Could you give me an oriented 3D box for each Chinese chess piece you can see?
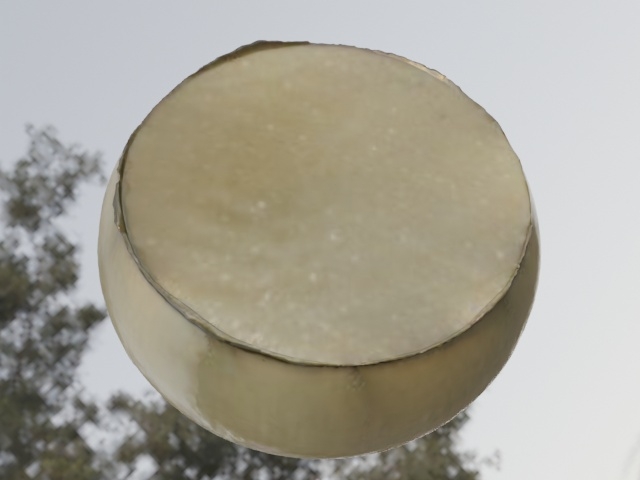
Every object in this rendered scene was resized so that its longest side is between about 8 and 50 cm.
[{"bbox_3d":[0.000,0.000,1.039,0.338,0.338,0.141,-34,-27,-29],"label":"Chinese chess piece"}]
